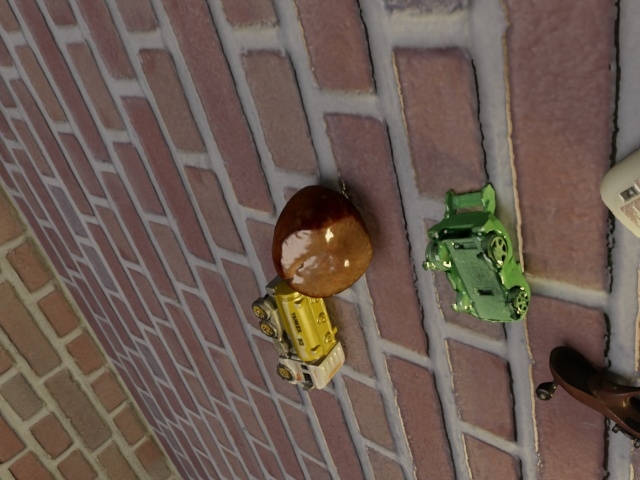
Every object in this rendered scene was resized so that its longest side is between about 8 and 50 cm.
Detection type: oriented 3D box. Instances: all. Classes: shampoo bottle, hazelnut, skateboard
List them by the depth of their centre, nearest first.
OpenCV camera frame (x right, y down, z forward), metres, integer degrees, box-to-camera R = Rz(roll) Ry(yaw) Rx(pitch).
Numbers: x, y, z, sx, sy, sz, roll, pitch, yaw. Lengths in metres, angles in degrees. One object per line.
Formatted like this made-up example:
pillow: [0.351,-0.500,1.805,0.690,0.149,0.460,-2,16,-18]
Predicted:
shampoo bottle: [0.301,-0.060,0.464,0.077,0.045,0.152,47,148,4]
skateboard: [0.327,0.166,0.655,0.151,0.067,0.080,28,131,20]
hazelnut: [0.000,0.000,0.806,0.143,0.143,0.154,16,126,40]

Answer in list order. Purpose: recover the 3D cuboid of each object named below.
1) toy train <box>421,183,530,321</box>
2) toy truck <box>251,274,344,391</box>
toy train: [0.181,0.022,0.661,0.099,0.081,0.149,-8,122,52]
toy truck: [-0.031,0.152,1.008,0.114,0.098,0.227,9,128,37]
